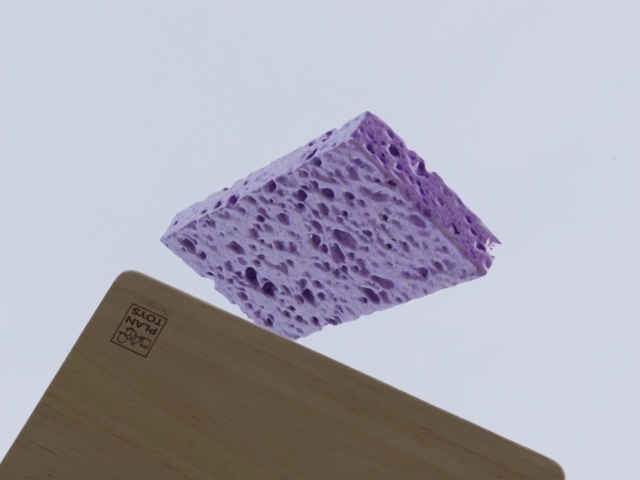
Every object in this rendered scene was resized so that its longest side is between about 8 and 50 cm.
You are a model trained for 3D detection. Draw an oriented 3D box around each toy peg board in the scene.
[{"bbox_3d":[-0.028,0.119,0.415,0.161,0.079,0.160,23,-109,18],"label":"toy peg board"}]

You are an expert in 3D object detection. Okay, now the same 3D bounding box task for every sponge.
[{"bbox_3d":[0.000,0.000,0.812,0.117,0.031,0.210,44,-37,-18],"label":"sponge"}]
